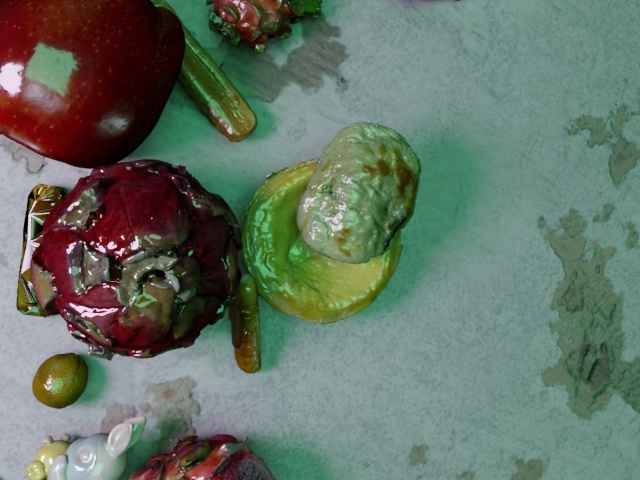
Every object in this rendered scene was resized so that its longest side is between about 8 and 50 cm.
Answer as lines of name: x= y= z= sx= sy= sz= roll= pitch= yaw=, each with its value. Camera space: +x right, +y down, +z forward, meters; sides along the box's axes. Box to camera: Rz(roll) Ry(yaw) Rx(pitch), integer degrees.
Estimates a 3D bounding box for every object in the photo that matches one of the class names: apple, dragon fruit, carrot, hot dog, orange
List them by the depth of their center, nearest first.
apple: x=-0.369 y=-0.260 z=0.857 sx=0.288 sy=0.288 sz=0.317 roll=37 pitch=81 yaw=-12
dragon fruit: x=-0.275 y=0.028 z=0.878 sx=0.329 sy=0.329 sz=0.330 roll=0 pitch=92 yaw=-14
dragon fruit: x=-0.216 y=0.472 z=0.934 sx=0.291 sy=0.250 sz=0.269 roll=-32 pitch=83 yaw=21
carrot: x=-0.474 y=0.019 z=0.950 sx=0.068 sy=0.069 sz=0.229 roll=9 pitch=90 yaw=-14
orange: x=-0.442 y=0.238 z=0.955 sx=0.085 sy=0.085 sz=0.095 roll=32 pitch=76 yaw=-13
dragon fruit: x=-0.092 y=-0.427 z=0.997 sx=0.235 sy=0.137 sz=0.135 roll=-22 pitch=67 yaw=-14
hot dog: x=-0.140 y=0.154 z=1.001 sx=0.047 sy=0.066 sz=0.216 roll=-22 pitch=130 yaw=-34
hot dog: x=-0.219 y=-0.302 z=1.006 sx=0.087 sy=0.061 sz=0.286 roll=-35 pitch=98 yaw=-14

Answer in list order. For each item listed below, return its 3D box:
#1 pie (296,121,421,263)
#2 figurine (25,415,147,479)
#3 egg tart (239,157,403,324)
pie: x=0.080 y=-0.075 z=0.954 sx=0.201 sy=0.090 sz=0.248 roll=26 pitch=88 yaw=-18
figurine: x=-0.401 y=0.385 z=0.946 sx=0.155 sy=0.127 sz=0.236 roll=24 pitch=89 yaw=22
egg tart: x=0.000 y=0.000 z=1.040 sx=0.314 sy=0.120 sz=0.315 roll=-1 pitch=93 yaw=-16
